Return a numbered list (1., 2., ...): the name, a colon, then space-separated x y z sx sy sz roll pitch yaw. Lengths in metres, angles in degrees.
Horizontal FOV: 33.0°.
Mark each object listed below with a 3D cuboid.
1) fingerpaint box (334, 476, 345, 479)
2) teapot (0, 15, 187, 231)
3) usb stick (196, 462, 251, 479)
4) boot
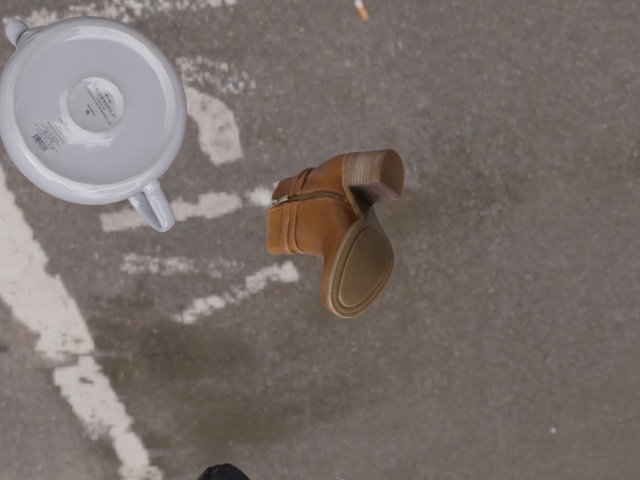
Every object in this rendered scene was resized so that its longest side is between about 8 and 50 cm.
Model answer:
1. fingerpaint box: -0.011 0.535 1.341 0.163 0.371 0.445 27 158 11
2. teapot: -0.295 -0.156 1.399 0.252 0.256 0.187 9 173 -16
3. usb stick: -0.132 0.305 0.996 0.045 0.077 0.278 -32 161 -54
4. boot: 0.000 0.000 1.091 0.152 0.197 0.073 -11 136 39
